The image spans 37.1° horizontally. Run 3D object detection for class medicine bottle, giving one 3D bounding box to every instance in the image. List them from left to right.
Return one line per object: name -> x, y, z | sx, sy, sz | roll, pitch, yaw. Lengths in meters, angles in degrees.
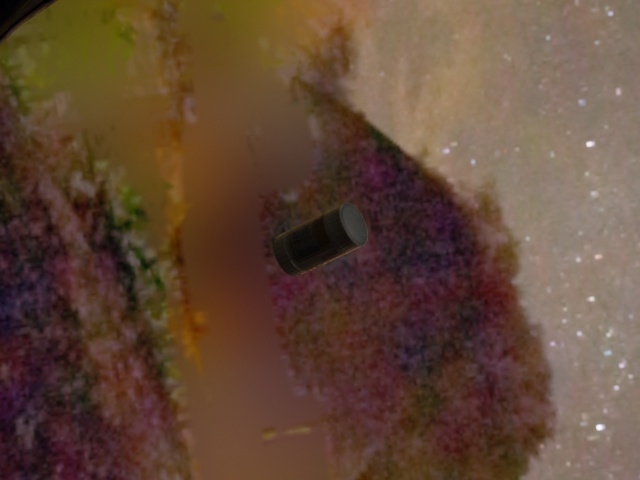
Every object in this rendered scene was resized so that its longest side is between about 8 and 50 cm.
medicine bottle -> 0.000, 0.000, 0.919 | 0.047, 0.083, 0.047 | 38, 38, -38

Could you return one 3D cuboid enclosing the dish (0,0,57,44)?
dish -> -0.262, -0.201, 0.474 | 0.120, 0.303, 0.303 | -108, -171, -63
